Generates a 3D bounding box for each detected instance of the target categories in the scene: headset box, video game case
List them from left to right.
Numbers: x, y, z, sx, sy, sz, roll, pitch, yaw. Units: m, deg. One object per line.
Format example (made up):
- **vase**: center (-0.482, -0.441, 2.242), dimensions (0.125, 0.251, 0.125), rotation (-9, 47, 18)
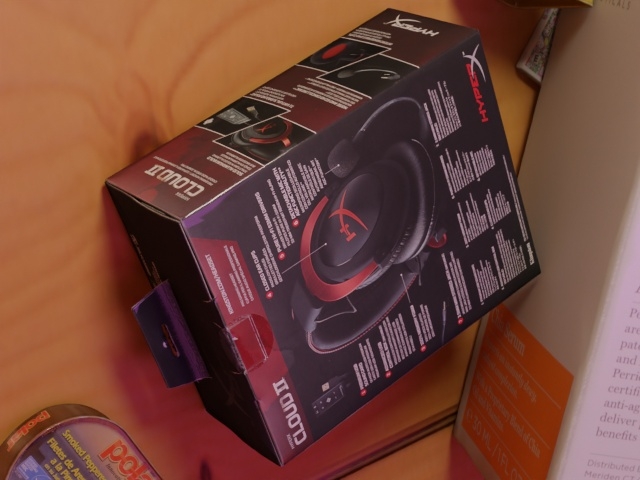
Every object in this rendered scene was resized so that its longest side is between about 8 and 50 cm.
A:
- **headset box**: center (0.000, 0.000, 0.982), dimensions (0.293, 0.110, 0.218), rotation (-35, 124, -22)
- **video game case**: center (0.218, -0.178, 1.147), dimensions (0.087, 0.011, 0.122), rotation (29, 88, -40)

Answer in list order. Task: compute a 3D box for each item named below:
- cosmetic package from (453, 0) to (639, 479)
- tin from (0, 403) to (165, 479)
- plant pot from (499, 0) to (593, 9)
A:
- **cosmetic package**: center (0.255, 0.004, 1.066), dimensions (0.162, 0.230, 0.453), rotation (9, 104, -14)
- **tin**: center (-0.161, 0.195, 0.982), dimensions (0.106, 0.040, 0.189), rotation (-39, 126, -14)
- **plant pot**: center (0.162, -0.228, 1.044), dimensions (0.081, 0.081, 0.083), rotation (17, 86, -40)
